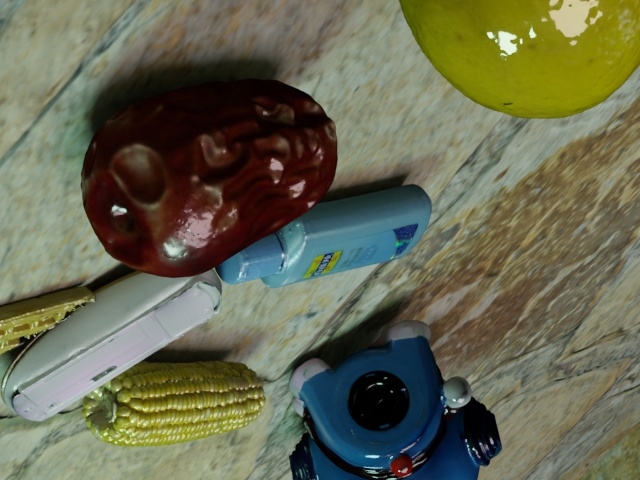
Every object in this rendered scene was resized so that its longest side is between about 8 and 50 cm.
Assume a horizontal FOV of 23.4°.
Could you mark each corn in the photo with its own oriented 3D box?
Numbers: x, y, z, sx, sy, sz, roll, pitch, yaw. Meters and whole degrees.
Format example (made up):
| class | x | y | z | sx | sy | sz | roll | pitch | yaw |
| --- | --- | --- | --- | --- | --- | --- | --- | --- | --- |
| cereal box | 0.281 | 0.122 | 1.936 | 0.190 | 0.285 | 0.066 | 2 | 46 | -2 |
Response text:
| class | x | y | z | sx | sy | sz | roll | pitch | yaw |
| --- | --- | --- | --- | --- | --- | --- | --- | --- | --- |
| corn | -0.163 | 0.181 | 1.724 | 0.093 | 0.093 | 0.244 | -47 | 152 | 24 |

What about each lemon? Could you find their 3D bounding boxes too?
| class | x | y | z | sx | sy | sz | roll | pitch | yaw |
| --- | --- | --- | --- | --- | --- | --- | --- | --- | --- |
| lemon | 0.175 | -0.221 | 1.263 | 0.236 | 0.236 | 0.263 | -24 | 164 | -22 |

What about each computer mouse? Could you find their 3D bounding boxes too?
| class | x | y | z | sx | sy | sz | roll | pitch | yaw |
| --- | --- | --- | --- | --- | --- | --- | --- | --- | --- |
| computer mouse | -0.212 | 0.094 | 1.552 | 0.245 | 0.056 | 0.126 | -33 | 156 | -4 |

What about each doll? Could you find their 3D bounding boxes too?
| class | x | y | z | sx | sy | sz | roll | pitch | yaw |
| --- | --- | --- | --- | --- | --- | --- | --- | --- | --- |
| doll | 0.093 | 0.262 | 2.037 | 0.284 | 0.240 | 0.310 | -11 | 154 | 3 |

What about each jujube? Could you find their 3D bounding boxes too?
| class | x | y | z | sx | sy | sz | roll | pitch | yaw |
| --- | --- | --- | --- | --- | --- | --- | --- | --- | --- |
| jujube | -0.091 | -0.058 | 1.323 | 0.230 | 0.155 | 0.155 | -20 | 152 | -40 |

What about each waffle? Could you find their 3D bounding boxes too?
| class | x | y | z | sx | sy | sz | roll | pitch | yaw |
| --- | --- | --- | --- | --- | --- | --- | --- | --- | --- |
| waffle | -0.295 | 0.092 | 1.485 | 0.153 | 0.023 | 0.097 | -16 | 151 | -36 |

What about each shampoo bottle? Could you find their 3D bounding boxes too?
| class | x | y | z | sx | sy | sz | roll | pitch | yaw |
| --- | --- | --- | --- | --- | --- | --- | --- | --- | --- |
| shampoo bottle | 0.000 | 0.000 | 1.642 | 0.258 | 0.061 | 0.104 | -12 | 147 | -39 |
